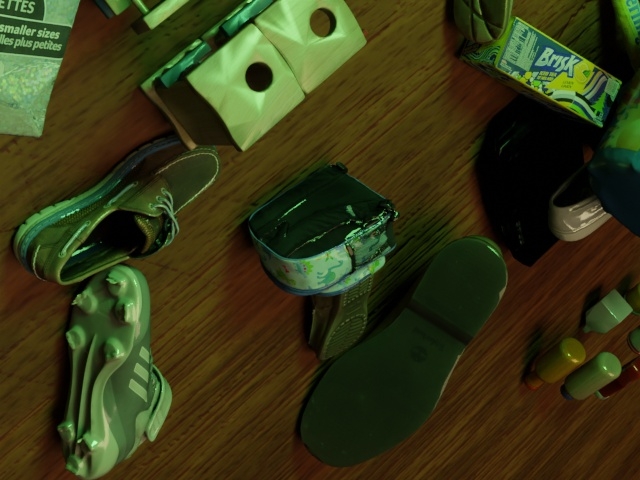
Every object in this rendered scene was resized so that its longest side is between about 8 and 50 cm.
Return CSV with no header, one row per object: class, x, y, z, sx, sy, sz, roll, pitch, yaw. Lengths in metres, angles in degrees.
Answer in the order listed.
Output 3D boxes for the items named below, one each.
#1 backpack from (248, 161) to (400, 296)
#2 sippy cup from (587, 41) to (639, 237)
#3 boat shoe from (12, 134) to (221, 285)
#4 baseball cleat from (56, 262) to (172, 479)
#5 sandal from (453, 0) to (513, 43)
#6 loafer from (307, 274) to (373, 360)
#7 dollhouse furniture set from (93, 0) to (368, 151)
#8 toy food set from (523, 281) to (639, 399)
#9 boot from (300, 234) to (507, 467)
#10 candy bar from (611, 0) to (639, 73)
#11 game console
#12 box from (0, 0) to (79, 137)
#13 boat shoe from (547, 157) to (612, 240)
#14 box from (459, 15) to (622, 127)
backpack,0.000,0.000,0.966,0.114,0.105,0.084,-29,134,-21
sippy cup,0.403,-0.109,1.107,0.305,0.240,0.224,41,78,-12
boat shoe,-0.144,-0.018,0.836,0.183,0.066,0.066,-36,138,-22
baseball cleat,-0.169,0.104,0.913,0.109,0.072,0.206,-19,133,-57
sandal,0.163,-0.268,0.972,0.049,0.072,0.180,-36,141,-45
loafer,0.017,0.064,1.075,0.056,0.050,0.148,-20,146,-33
dollhouse furniture set,-0.085,-0.176,0.770,0.129,0.129,0.183,-43,110,-16
toy food set,0.392,0.152,1.480,0.232,0.111,0.104,-32,168,-40
boot,0.096,0.120,1.156,0.305,0.112,0.115,-51,178,14
candy bar,0.338,-0.248,1.168,0.040,0.018,0.161,-45,126,-25
game console,0.325,-0.144,1.240,0.361,0.044,0.213,-42,139,-16
box,-0.264,-0.154,0.541,0.247,0.163,0.142,0,118,-46
boat shoe,0.329,-0.076,1.217,0.184,0.066,0.063,-34,139,-8
box,0.223,-0.170,1.071,0.169,0.059,0.054,21,94,-36
